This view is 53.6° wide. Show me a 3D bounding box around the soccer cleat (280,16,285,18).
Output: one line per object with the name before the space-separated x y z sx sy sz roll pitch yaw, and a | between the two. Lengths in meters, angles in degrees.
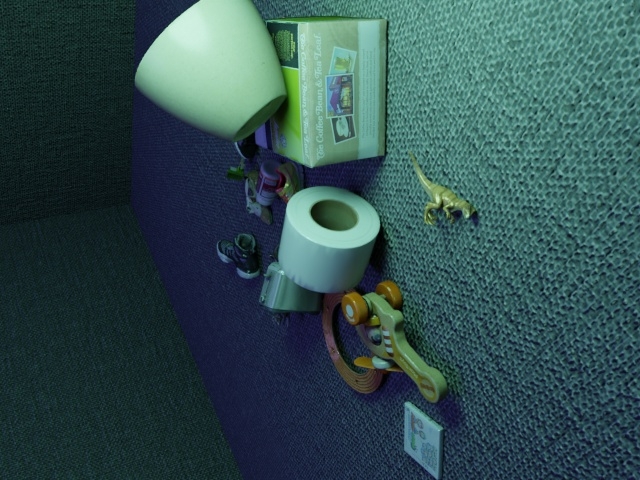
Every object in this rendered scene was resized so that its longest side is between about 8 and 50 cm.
soccer cleat | -0.088 -0.549 1.817 0.095 0.083 0.248 50 -169 -48

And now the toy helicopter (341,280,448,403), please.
toy helicopter | 0.188 0.284 1.598 0.355 0.140 0.234 45 141 41

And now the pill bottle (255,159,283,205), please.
pill bottle | -0.170 -0.189 2.113 0.086 0.086 0.152 61 149 28

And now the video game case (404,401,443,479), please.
video game case | 0.270 0.525 1.669 0.143 0.019 0.157 29 126 55

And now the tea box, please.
tea box | -0.012 -0.384 1.584 0.323 0.220 0.328 34 131 54

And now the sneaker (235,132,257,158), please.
sneaker | -0.243 -0.381 2.173 0.121 0.079 0.216 24 121 59

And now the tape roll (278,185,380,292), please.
tape roll | 0.019 -0.005 1.666 0.246 0.246 0.169 55 146 36

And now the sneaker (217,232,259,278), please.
sneaker | -0.321 0.027 2.487 0.269 0.101 0.153 38 133 42

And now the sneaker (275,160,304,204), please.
sneaker | -0.097 -0.146 1.988 0.081 0.094 0.208 6 108 60

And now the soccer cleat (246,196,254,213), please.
soccer cleat | -0.266 -0.133 2.373 0.083 0.036 0.029 59 148 30

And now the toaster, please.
toaster | -0.077 0.150 1.979 0.129 0.227 0.146 20 102 60

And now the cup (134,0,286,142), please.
cup | -0.215 -0.368 1.453 0.237 0.331 0.331 48 150 -1

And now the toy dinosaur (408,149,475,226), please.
toy dinosaur | 0.258 -0.097 1.395 0.211 0.064 0.112 43 120 34

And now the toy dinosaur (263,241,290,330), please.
toy dinosaur | -0.110 0.134 2.147 0.160 0.121 0.313 39 131 33

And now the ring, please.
ring | 0.099 0.286 1.877 0.337 0.032 0.336 33 129 52

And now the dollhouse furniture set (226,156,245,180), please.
dollhouse furniture set | -0.296 -0.285 2.273 0.076 0.059 0.151 125 156 -57

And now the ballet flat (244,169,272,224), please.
ballet flat | -0.230 -0.148 2.265 0.073 0.067 0.206 -29 76 61
